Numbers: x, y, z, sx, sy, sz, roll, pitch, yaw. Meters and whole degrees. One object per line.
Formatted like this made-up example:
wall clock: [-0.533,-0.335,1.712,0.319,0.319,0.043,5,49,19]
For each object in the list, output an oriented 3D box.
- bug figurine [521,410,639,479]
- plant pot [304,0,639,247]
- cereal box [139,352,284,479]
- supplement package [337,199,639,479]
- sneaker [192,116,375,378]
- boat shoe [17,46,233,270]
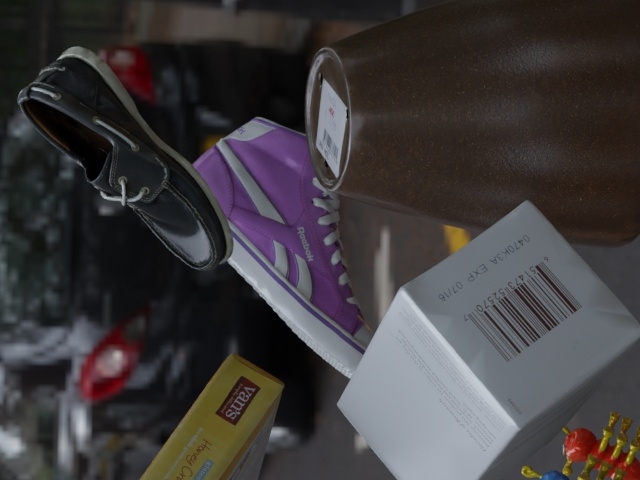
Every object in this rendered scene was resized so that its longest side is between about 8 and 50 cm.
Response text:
bug figurine: [0.308,0.252,1.817,0.072,0.216,0.279,-66,-12,13]
plant pot: [0.113,-0.094,1.408,0.215,0.230,0.215,176,90,-72]
cereal box: [-0.098,0.198,1.255,0.173,0.047,0.240,-55,-9,-29]
supplement package: [0.095,0.077,1.106,0.105,0.105,0.179,49,154,14]
sneaker: [0.000,0.000,1.790,0.282,0.161,0.102,47,174,8]
boat shoe: [-0.171,-0.058,1.643,0.084,0.233,0.079,-33,10,45]
